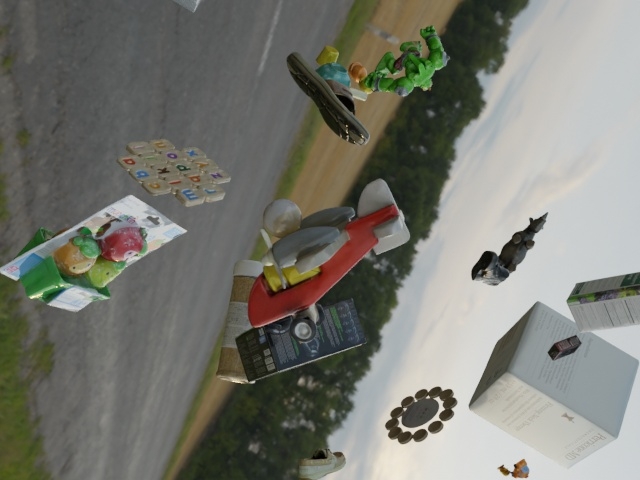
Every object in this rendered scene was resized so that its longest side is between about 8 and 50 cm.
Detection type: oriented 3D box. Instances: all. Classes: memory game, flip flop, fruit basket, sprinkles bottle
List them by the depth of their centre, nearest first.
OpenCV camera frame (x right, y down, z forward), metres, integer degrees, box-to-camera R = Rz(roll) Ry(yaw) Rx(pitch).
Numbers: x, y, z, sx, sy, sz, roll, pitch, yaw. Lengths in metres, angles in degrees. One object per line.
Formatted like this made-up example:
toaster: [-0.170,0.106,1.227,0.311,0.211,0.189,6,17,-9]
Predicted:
memory game: [0.233,0.404,1.681,0.186,0.012,0.186,-28,-162,10]
flip flop: [0.028,-0.344,1.727,0.080,0.277,0.112,-40,178,-17]
fruit basket: [-0.525,0.034,1.742,0.353,0.165,0.327,-24,162,5]
sprinkles bottle: [-0.225,0.241,2.166,0.121,0.121,0.355,117,-18,-73]

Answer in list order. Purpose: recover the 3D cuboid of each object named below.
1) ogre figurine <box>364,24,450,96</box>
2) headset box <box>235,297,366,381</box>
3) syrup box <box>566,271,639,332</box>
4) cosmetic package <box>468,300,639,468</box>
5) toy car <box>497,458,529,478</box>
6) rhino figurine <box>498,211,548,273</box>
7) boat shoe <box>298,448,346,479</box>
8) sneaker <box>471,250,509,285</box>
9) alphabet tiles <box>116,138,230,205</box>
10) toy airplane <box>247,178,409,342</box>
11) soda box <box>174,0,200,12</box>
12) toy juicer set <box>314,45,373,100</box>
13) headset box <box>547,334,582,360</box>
ogre figurine: [0.202,-0.392,1.634,0.197,0.118,0.097,-25,139,-14]
headset box: [-0.049,0.264,1.938,0.283,0.131,0.246,-14,170,-26]
syrup box: [0.702,0.136,1.664,0.237,0.096,0.093,-17,-165,41]
cosmetic package: [0.780,0.486,2.444,0.327,0.394,0.329,-54,172,-36]
toy car: [0.491,0.596,1.848,0.122,0.040,0.060,-1,121,-41]
rhino figurine: [0.600,0.008,2.170,0.243,0.073,0.106,-52,170,2]
boat shoe: [0.006,0.418,1.379,0.135,0.050,0.045,-1,83,-59]
sneaker: [0.439,0.072,1.833,0.170,0.089,0.051,112,-18,-64]
alphabet tiles: [-0.393,-0.188,1.966,0.278,0.284,0.021,-18,141,-48]
toy airplane: [0.000,0.000,1.579,0.384,0.272,0.386,-46,180,-31]
soda box: [-0.253,-0.611,1.500,0.286,0.098,0.091,-46,-162,58]
toy juicer set: [0.075,-0.516,2.398,0.089,0.209,0.329,-58,-166,32]
headset box: [0.688,0.306,2.057,0.083,0.032,0.062,-17,149,-17]
